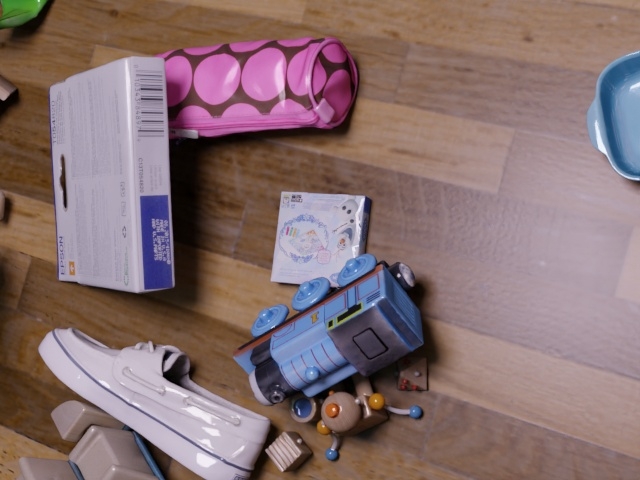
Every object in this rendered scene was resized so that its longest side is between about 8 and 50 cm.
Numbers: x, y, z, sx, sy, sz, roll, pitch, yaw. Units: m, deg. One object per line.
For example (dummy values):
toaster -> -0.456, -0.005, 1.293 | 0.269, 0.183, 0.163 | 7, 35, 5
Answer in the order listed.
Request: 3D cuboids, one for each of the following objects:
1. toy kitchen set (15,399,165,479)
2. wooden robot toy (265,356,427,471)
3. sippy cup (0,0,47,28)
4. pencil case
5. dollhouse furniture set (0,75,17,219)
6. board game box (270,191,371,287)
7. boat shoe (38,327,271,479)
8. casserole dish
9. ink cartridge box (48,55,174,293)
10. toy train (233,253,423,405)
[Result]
toy kitchen set -> -0.210, 0.282, 0.991 | 0.166, 0.122, 0.207 | -52, 45, 9
wooden robot toy -> 0.014, 0.149, 0.909 | 0.173, 0.079, 0.076 | -30, 70, 17
sippy cup -> -0.379, -0.406, 1.103 | 0.240, 0.224, 0.306 | -39, 68, 15
pencil case -> -0.073, -0.144, 0.993 | 0.209, 0.095, 0.098 | -3, 45, 26
dollhouse furniture set -> -0.452, -0.106, 1.008 | 0.303, 0.355, 0.174 | 38, 101, -14
board game box -> 0.000, 0.000, 0.973 | 0.090, 0.020, 0.090 | 5, 83, 25
boat shoe -> -0.161, 0.143, 0.993 | 0.258, 0.095, 0.084 | 30, 90, 15
casserole dish -> 0.319, -0.111, 0.836 | 0.188, 0.037, 0.114 | -12, 76, 22
ink cartridge box -> -0.215, -0.062, 1.023 | 0.224, 0.045, 0.224 | 3, 96, 56
toy train -> 0.006, 0.084, 0.902 | 0.184, 0.105, 0.080 | -31, 113, 17
